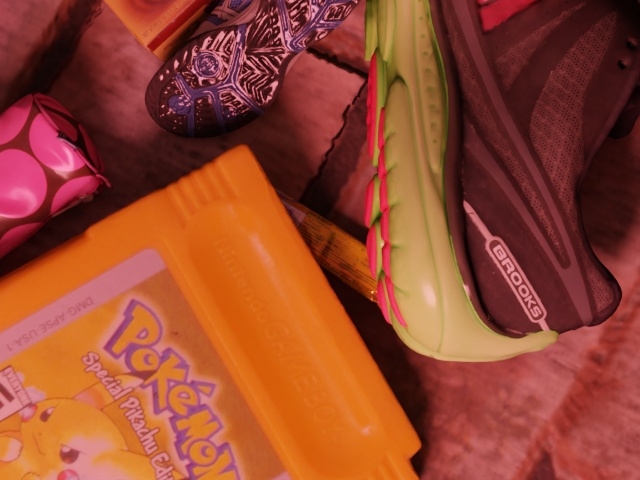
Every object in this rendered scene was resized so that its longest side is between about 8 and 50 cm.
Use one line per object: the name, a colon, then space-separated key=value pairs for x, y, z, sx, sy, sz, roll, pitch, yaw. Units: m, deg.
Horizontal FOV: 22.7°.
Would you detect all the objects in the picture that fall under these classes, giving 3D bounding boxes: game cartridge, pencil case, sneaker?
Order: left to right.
pencil case: x=-0.263 y=-0.018 z=1.216 sx=0.209 sy=0.095 sz=0.098 roll=-39 pitch=91 yaw=5
game cartridge: x=-0.123 y=0.127 z=1.134 sx=0.323 sy=0.053 sz=0.285 roll=-30 pitch=84 yaw=-5
sneaker: x=-0.046 y=-0.155 z=1.208 sx=0.211 sy=0.081 sz=0.080 roll=-36 pitch=109 yaw=19
sneaker: x=0.137 y=-0.153 z=1.137 sx=0.202 sy=0.185 sz=0.483 roll=2 pitch=83 yaw=-6

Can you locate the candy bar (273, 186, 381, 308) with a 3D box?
candy bar: x=0.000 y=0.000 z=1.194 sx=0.161 sy=0.018 sz=0.040 roll=32 pitch=84 yaw=15

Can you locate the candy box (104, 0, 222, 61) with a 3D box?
candy box: x=-0.148 y=-0.245 z=1.252 sx=0.109 sy=0.053 sz=0.187 roll=-43 pitch=73 yaw=2
